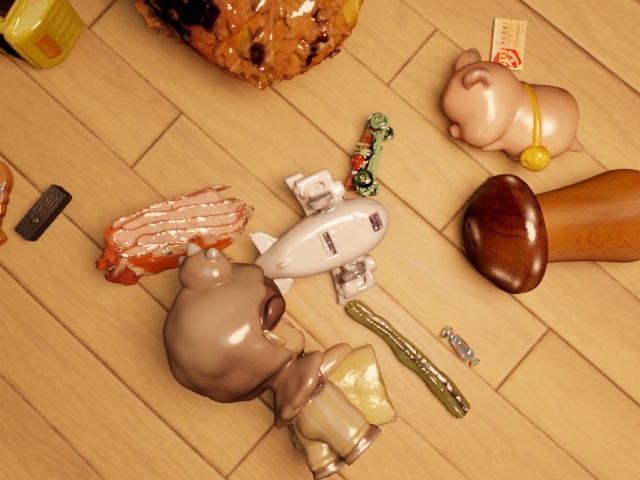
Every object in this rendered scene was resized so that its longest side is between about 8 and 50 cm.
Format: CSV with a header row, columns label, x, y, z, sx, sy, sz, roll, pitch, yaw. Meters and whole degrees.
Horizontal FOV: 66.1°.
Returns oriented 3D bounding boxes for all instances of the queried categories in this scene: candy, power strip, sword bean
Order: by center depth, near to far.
label,x,y,z,sx,sy,sz,roll,pitch,yaw
sword bean,0.149,0.197,0.846,0.269,0.038,0.043,43,63,5
candy,0.241,0.186,0.850,0.030,0.020,0.083,-39,87,-1
power strip,-0.502,-0.049,0.890,0.038,0.029,0.111,38,87,4

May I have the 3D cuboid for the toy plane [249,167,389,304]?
label,x,y,z,sx,sy,sz,roll,pitch,yaw
toy plane,0.000,0.000,0.832,0.244,0.117,0.245,-1,100,-7

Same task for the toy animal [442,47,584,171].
label,x,y,z,sx,sy,sz,roll,pitch,yaw
toy animal,0.321,-0.205,0.817,0.248,0.165,0.149,25,111,-10

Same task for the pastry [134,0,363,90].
label,x,y,z,sx,sy,sz,roll,pitch,yaw
pastry,-0.103,-0.416,0.769,0.405,0.292,0.337,-1,59,-7

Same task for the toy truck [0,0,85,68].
label,x,y,z,sx,sy,sz,roll,pitch,yaw
toy truck,-0.473,-0.507,0.859,0.254,0.180,0.405,27,83,-4

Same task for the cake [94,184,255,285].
label,x,y,z,sx,sy,sz,roll,pitch,yaw
cake,-0.251,-0.013,0.844,0.287,0.135,0.098,-27,71,-9

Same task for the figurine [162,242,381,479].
label,x,y,z,sx,sy,sz,roll,pitch,yaw
figurine,-0.088,0.185,0.739,0.380,0.248,0.203,42,58,12

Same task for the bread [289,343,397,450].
label,x,y,z,sx,sy,sz,roll,pitch,yaw
bread,0.026,0.267,0.830,0.178,0.060,0.139,-19,84,0

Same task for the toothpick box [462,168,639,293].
label,x,y,z,sx,sy,sz,roll,pitch,yaw
toothpick box,0.380,-0.024,0.788,0.294,0.192,0.192,-10,85,-5

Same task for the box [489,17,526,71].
label,x,y,z,sx,sy,sz,roll,pitch,yaw
box,0.341,-0.356,0.896,0.058,0.015,0.093,6,85,4

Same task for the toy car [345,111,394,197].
label,x,y,z,sx,sy,sz,roll,pitch,yaw
toy car,0.087,-0.149,0.860,0.054,0.073,0.143,13,86,21

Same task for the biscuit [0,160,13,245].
label,x,y,z,sx,sy,sz,roll,pitch,yaw
biscuit,-0.664,-0.029,0.894,0.183,0.043,0.280,36,84,8
